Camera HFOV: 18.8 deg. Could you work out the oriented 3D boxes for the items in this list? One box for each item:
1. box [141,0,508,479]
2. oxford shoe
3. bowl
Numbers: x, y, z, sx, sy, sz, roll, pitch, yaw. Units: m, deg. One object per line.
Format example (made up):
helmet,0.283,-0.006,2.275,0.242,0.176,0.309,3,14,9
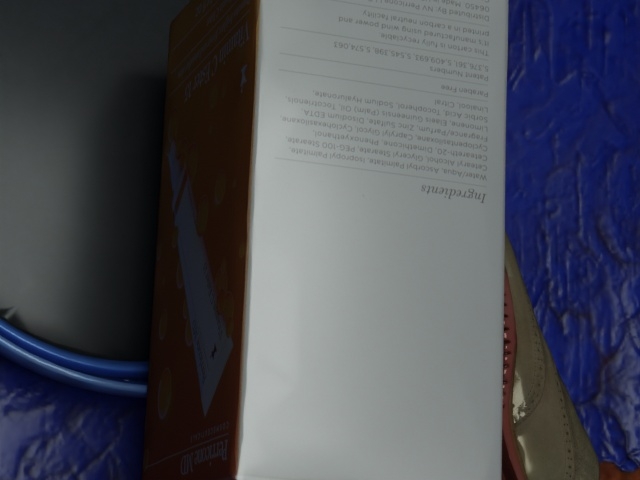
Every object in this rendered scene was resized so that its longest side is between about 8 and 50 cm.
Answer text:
box,0.000,0.000,1.226,0.168,0.215,0.345,7,75,-19
oxford shoe,0.128,0.128,1.403,0.130,0.123,0.348,7,72,-47
bowl,-0.130,-0.081,1.354,0.391,0.077,0.391,5,76,-20
